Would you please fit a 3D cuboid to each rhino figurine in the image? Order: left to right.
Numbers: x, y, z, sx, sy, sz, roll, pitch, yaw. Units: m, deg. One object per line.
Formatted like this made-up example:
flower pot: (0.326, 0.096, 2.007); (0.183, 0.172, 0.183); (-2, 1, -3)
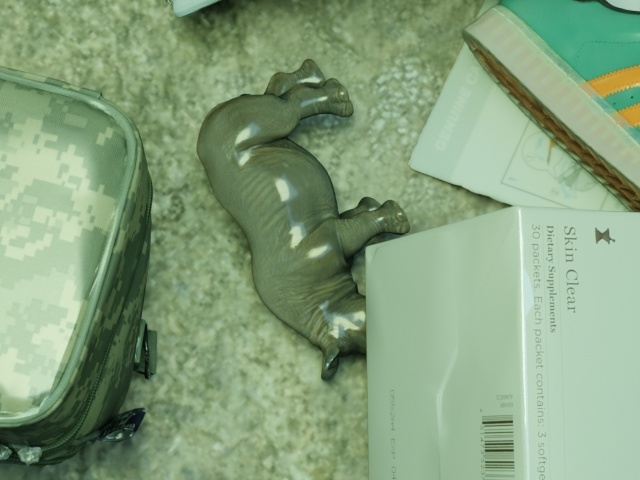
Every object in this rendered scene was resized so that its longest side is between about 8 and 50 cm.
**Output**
rhino figurine: (0.000, 0.000, 1.117); (0.106, 0.073, 0.243); (-23, 81, -13)

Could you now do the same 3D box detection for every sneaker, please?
sneaker: (0.230, -0.077, 1.074); (0.121, 0.108, 0.302); (-43, 68, -1)

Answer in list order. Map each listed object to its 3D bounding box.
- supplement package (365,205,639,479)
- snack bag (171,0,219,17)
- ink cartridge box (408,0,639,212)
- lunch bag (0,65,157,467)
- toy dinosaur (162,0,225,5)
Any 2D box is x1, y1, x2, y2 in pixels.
supplement package: (0.134, 0.123, 1.003); (0.145, 0.204, 0.262); (2, 83, -24)
snack bag: (0.016, -0.329, 1.086); (0.323, 0.037, 0.343); (-15, 62, 36)
ink cartridge box: (0.299, -0.102, 1.175); (0.385, 0.091, 0.308); (22, 77, 18)
lunch bag: (-0.248, 0.018, 1.002); (0.305, 0.256, 0.213); (12, 75, 0)
toy dinosaur: (-0.100, -0.197, 1.182); (0.082, 0.047, 0.090); (24, 43, 10)
